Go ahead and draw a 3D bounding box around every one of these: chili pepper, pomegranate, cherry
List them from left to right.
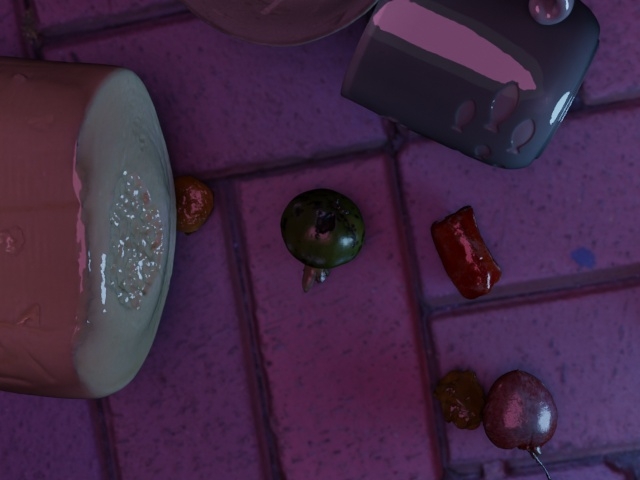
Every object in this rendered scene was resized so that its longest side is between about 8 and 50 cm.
[{"bbox_3d":[0.000,0.000,1.946,0.122,0.122,0.161,16,124,6],"label":"pomegranate"},{"bbox_3d":[0.206,0.019,1.936,0.073,0.070,0.123,-27,89,-7],"label":"chili pepper"},{"bbox_3d":[0.282,0.286,1.940,0.107,0.090,0.226,-10,103,-23],"label":"cherry"}]

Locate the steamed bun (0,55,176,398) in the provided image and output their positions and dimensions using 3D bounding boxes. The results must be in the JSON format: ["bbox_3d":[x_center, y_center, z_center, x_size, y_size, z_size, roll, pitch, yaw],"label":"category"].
[{"bbox_3d":[-0.390,-0.024,1.904,0.371,0.290,0.456,5,98,23],"label":"steamed bun"}]

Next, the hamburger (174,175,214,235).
[{"bbox_3d":[-0.193,-0.052,1.998,0.076,0.044,0.083,24,96,5],"label":"hamburger"}]

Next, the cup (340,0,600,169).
[{"bbox_3d":[0.214,-0.267,1.771,0.274,0.357,0.259,27,63,2],"label":"cup"}]

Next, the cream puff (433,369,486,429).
[{"bbox_3d":[0.199,0.229,1.965,0.083,0.083,0.058,34,144,-7],"label":"cream puff"}]

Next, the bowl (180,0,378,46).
[{"bbox_3d":[-0.019,-0.474,1.758,0.434,0.196,0.435,9,109,29],"label":"bowl"}]
